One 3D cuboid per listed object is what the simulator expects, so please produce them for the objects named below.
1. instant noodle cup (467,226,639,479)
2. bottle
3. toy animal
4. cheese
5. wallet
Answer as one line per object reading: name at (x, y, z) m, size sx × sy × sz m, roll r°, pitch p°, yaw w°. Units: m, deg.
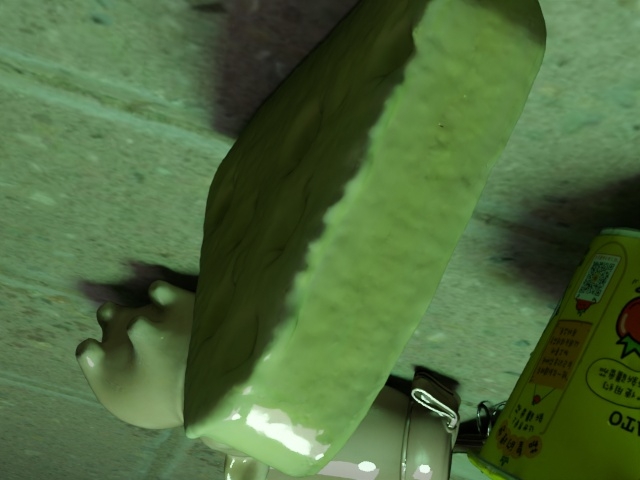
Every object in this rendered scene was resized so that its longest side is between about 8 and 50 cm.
instant noodle cup at (0.328, 0.149, 0.928) m, size 0.325 × 0.254 × 0.325 m, roll 23°, pitch 177°, yaw 1°
bottle at (0.050, 0.273, 1.464) m, size 0.296 × 0.173 × 0.206 m, roll 6°, pitch 118°, yaw 12°
toy animal at (-0.150, 0.171, 1.306) m, size 0.326 × 0.237 × 0.269 m, roll -12°, pitch 136°, yaw 46°
cheese at (0.001, 0.000, 0.758) m, size 0.104 × 0.384 × 0.384 m, roll 27°, pitch 149°, yaw -19°
wallet at (0.306, 0.351, 1.620) m, size 0.274 × 0.068 × 0.335 m, roll 24°, pitch 157°, yaw -14°
